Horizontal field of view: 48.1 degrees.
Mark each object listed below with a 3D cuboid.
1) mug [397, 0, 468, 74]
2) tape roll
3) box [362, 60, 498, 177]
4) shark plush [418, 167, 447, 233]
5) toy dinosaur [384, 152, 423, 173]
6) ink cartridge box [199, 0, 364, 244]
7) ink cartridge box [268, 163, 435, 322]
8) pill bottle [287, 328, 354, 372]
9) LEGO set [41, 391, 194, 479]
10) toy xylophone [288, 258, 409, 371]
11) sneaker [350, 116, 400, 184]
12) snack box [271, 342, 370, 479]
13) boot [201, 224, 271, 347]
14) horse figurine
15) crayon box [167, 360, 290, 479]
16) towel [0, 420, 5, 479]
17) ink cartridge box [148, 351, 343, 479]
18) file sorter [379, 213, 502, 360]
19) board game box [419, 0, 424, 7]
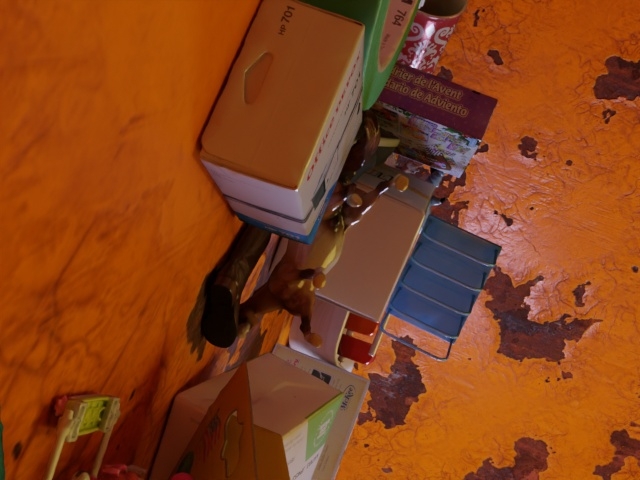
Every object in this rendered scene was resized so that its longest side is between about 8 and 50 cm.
[{"bbox_3d":[0.176,-0.364,1.230,0.169,0.113,0.150,107,9,-56],"label":"mug"},{"bbox_3d":[0.064,-0.291,0.697,0.321,0.077,0.322,22,90,-83],"label":"tape roll"},{"bbox_3d":[0.119,-0.166,0.979,0.293,0.200,0.057,33,79,-84],"label":"box"},{"bbox_3d":[0.189,-0.082,1.249,0.161,0.067,0.073,-59,178,29],"label":"shark plush"},{"bbox_3d":[0.075,-0.073,1.291,0.296,0.127,0.200,-63,179,-7],"label":"toy dinosaur"},{"bbox_3d":[-0.023,-0.089,0.598,0.191,0.082,0.140,83,28,-79],"label":"ink cartridge box"},{"bbox_3d":[0.054,-0.018,1.041,0.233,0.168,0.171,-46,158,-72],"label":"ink cartridge box"},{"bbox_3d":[-0.017,0.296,1.535,0.146,0.146,0.264,-53,162,-67],"label":"pill bottle"},{"bbox_3d":[-0.114,0.156,0.403,0.287,0.132,0.107,170,-62,-72],"label":"LEGO set"},{"bbox_3d":[0.060,0.104,1.343,0.081,0.236,0.323,27,88,-51],"label":"toy xylophone"},{"bbox_3d":[0.014,-0.088,0.875,0.222,0.083,0.118,-20,139,-58],"label":"sneaker"},{"bbox_3d":[-0.053,0.344,1.216,0.060,0.187,0.322,103,11,-50],"label":"snack box"},{"bbox_3d":[-0.082,0.040,0.735,0.114,0.037,0.106,-69,177,-46],"label":"boot"},{"bbox_3d":[0.000,0.000,0.737,0.263,0.066,0.174,-63,-162,-7],"label":"horse figurine"},{"bbox_3d":[-0.105,0.280,0.576,0.319,0.081,0.202,-59,-165,10],"label":"crayon box"},{"bbox_3d":[-0.169,0.081,0.156,0.271,0.040,0.370,-62,168,-54],"label":"towel"},{"bbox_3d":[-0.114,0.327,0.817,0.207,0.119,0.354,-12,124,-66],"label":"ink cartridge box"},{"bbox_3d":[0.171,0.071,1.047,0.170,0.118,0.104,-68,170,20],"label":"file sorter"},{"bbox_3d":[0.195,-0.533,1.086,0.193,0.053,0.306,96,16,-68],"label":"board game box"}]
